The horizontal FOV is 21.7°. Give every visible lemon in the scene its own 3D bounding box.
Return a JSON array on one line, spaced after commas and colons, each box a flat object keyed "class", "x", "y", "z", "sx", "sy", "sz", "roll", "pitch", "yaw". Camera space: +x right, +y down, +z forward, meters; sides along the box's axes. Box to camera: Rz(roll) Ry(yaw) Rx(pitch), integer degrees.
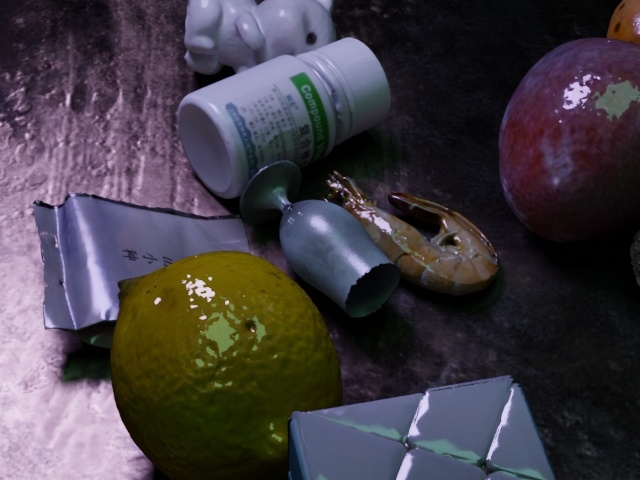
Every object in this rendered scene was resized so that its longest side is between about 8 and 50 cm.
[{"class": "lemon", "x": -0.092, "y": 0.137, "z": 1.646, "sx": 0.228, "sy": 0.228, "sz": 0.253, "roll": -16, "pitch": 57, "yaw": -19}]

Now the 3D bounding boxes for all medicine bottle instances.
[{"class": "medicine bottle", "x": -0.041, "y": -0.151, "z": 2.006, "sx": 0.237, "sy": 0.139, "sz": 0.139, "roll": -25, "pitch": 51, "yaw": -28}]

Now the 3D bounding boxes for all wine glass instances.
[{"class": "wine glass", "x": 0.000, "y": 0.000, "z": 1.884, "sx": 0.093, "sy": 0.093, "sz": 0.202, "roll": -27, "pitch": 50, "yaw": -27}]

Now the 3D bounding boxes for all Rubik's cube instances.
[{"class": "Rubik's cube", "x": 0.097, "y": 0.291, "z": 1.501, "sx": 0.221, "sy": 0.225, "sz": 0.231, "roll": -8, "pitch": 48, "yaw": -9}]

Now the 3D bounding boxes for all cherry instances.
[{"class": "cherry", "x": 0.326, "y": -0.128, "z": 1.946, "sx": 0.285, "sy": 0.236, "sz": 0.213, "roll": -44, "pitch": 100, "yaw": -16}]

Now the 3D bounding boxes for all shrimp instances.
[{"class": "shrimp", "x": 0.107, "y": -0.016, "z": 1.936, "sx": 0.236, "sy": 0.053, "sz": 0.133, "roll": 33, "pitch": 54, "yaw": 22}]

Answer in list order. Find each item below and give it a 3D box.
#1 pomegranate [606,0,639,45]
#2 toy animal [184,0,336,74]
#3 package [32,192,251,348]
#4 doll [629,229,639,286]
[{"class": "pomegranate", "x": 0.451, "y": -0.236, "z": 2.086, "sx": 0.191, "sy": 0.191, "sz": 0.191, "roll": 2, "pitch": 45, "yaw": -2}, {"class": "toy animal", "x": -0.076, "y": -0.277, "z": 2.138, "sx": 0.193, "sy": 0.127, "sz": 0.178, "roll": -1, "pitch": 43, "yaw": -1}, {"class": "package", "x": -0.193, "y": 0.036, "z": 1.868, "sx": 0.251, "sy": 0.062, "sz": 0.204, "roll": 3, "pitch": 43, "yaw": -19}, {"class": "doll", "x": 0.458, "y": 0.027, "z": 1.882, "sx": 0.221, "sy": 0.105, "sz": 0.115, "roll": 10, "pitch": 3, "yaw": -4}]
